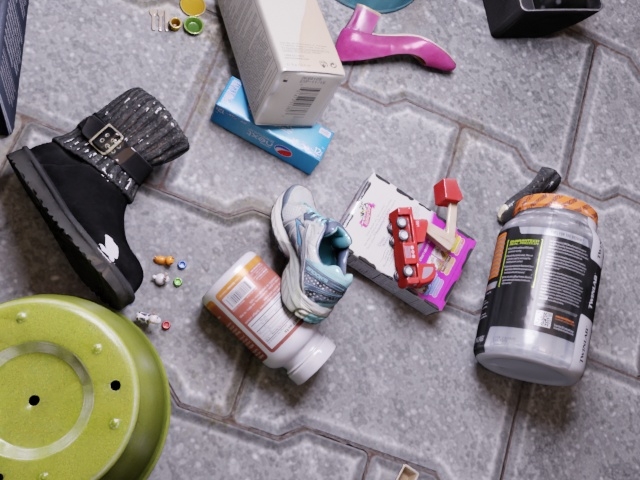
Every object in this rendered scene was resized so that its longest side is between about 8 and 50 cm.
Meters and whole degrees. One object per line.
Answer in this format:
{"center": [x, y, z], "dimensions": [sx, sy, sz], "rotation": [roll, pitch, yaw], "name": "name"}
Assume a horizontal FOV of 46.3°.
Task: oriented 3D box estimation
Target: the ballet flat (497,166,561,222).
{"center": [0.410, -0.089, 1.490], "dimensions": [0.173, 0.057, 0.049], "rotation": [-35, 47, -23], "name": "ballet flat"}

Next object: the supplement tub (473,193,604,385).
{"center": [0.400, 0.087, 1.353], "dimensions": [0.194, 0.193, 0.316], "rotation": [20, 72, -10], "name": "supplement tub"}

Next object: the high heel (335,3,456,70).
{"center": [0.148, -0.361, 1.476], "dimensions": [0.244, 0.082, 0.117], "rotation": [22, 99, -23], "name": "high heel"}

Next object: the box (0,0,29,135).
{"center": [-0.626, -0.395, 1.170], "dimensions": [0.294, 0.212, 0.395], "rotation": [4, 74, -15], "name": "box"}

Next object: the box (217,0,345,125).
{"center": [-0.078, -0.366, 1.314], "dimensions": [0.121, 0.148, 0.311], "rotation": [-3, 62, -28], "name": "box"}

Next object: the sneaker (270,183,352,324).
{"center": [0.000, 0.000, 1.251], "dimensions": [0.110, 0.122, 0.283], "rotation": [24, 37, -34], "name": "sneaker"}

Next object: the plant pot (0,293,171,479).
{"center": [-0.370, 0.220, 1.004], "dimensions": [0.367, 0.353, 0.366], "rotation": [4, 74, -16], "name": "plant pot"}

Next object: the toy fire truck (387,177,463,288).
{"center": [0.190, -0.012, 1.318], "dimensions": [0.135, 0.047, 0.192], "rotation": [-2, 77, -19], "name": "toy fire truck"}

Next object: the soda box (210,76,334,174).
{"center": [-0.088, -0.206, 1.352], "dimensions": [0.210, 0.071, 0.067], "rotation": [29, 67, -7], "name": "soda box"}

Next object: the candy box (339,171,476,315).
{"center": [0.146, 0.008, 1.364], "dimensions": [0.233, 0.071, 0.159], "rotation": [34, 69, -6], "name": "candy box"}

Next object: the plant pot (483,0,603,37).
{"center": [0.434, -0.515, 1.539], "dimensions": [0.188, 0.167, 0.187], "rotation": [-6, 78, -17], "name": "plant pot"}

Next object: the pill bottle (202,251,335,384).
{"center": [-0.082, 0.131, 1.238], "dimensions": [0.216, 0.121, 0.121], "rotation": [45, 68, -2], "name": "pill bottle"}

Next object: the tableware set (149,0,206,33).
{"center": [-0.265, -0.456, 1.393], "dimensions": [0.104, 0.024, 0.154], "rotation": [1, 75, -16], "name": "tableware set"}

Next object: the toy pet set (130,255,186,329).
{"center": [-0.284, 0.073, 1.223], "dimensions": [0.114, 0.065, 0.122], "rotation": [14, 72, -13], "name": "toy pet set"}

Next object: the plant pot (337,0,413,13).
{"center": [0.129, -0.623, 1.431], "dimensions": [0.272, 0.255, 0.271], "rotation": [4, 74, -15], "name": "plant pot"}

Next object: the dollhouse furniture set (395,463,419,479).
{"center": [0.117, 0.418, 1.240], "dimensions": [0.091, 0.081, 0.114], "rotation": [35, 69, -5], "name": "dollhouse furniture set"}

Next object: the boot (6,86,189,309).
{"center": [-0.307, -0.083, 1.187], "dimensions": [0.260, 0.131, 0.348], "rotation": [-31, 68, -21], "name": "boot"}
